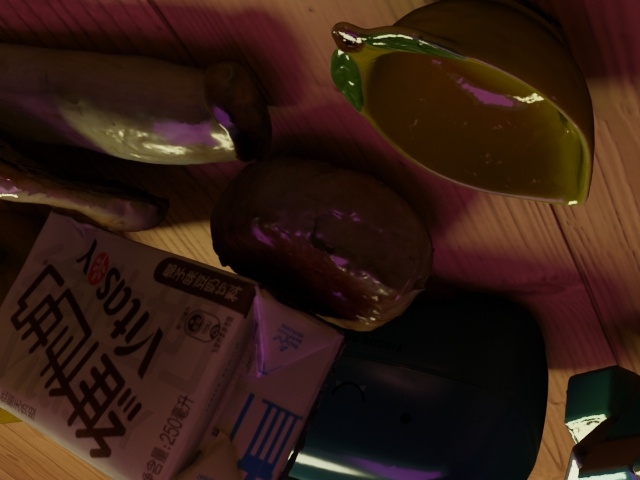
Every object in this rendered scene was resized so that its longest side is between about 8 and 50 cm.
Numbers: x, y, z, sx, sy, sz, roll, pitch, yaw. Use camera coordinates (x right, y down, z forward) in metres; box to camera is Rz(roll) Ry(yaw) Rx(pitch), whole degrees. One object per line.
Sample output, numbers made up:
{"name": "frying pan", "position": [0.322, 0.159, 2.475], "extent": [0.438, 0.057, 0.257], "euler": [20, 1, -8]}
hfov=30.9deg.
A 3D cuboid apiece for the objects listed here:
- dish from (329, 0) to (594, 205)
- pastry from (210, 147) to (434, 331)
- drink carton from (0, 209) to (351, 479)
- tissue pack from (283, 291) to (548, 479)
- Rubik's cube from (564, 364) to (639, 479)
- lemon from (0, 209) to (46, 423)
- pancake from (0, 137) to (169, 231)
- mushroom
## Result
{"name": "dish", "position": [0.101, -0.103, 0.735], "extent": [0.207, 0.080, 0.149], "euler": [34, 154, -24]}
{"name": "pastry", "position": [0.000, 0.000, 0.977], "extent": [0.182, 0.093, 0.192], "euler": [27, 160, -9]}
{"name": "drink carton", "position": [-0.158, 0.107, 1.034], "extent": [0.324, 0.194, 0.132], "euler": [16, 167, 44]}
{"name": "tissue pack", "position": [0.061, 0.157, 1.097], "extent": [0.287, 0.206, 0.198], "euler": [11, 152, 23]}
{"name": "Rubik's cube", "position": [0.313, 0.195, 0.968], "extent": [0.224, 0.265, 0.213], "euler": [56, 144, -5]}
{"name": "lemon", "position": [-0.341, 0.086, 1.243], "extent": [0.228, 0.228, 0.253], "euler": [5, 157, 30]}
{"name": "pancake", "position": [-0.269, -0.062, 1.027], "extent": [0.282, 0.049, 0.282], "euler": [21, 180, 0]}
{"name": "mushroom", "position": [-0.177, -0.109, 0.931], "extent": [0.312, 0.081, 0.100], "euler": [9, 149, 27]}
